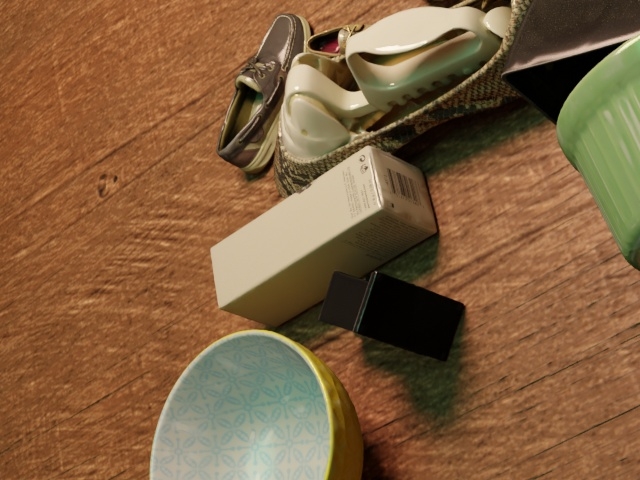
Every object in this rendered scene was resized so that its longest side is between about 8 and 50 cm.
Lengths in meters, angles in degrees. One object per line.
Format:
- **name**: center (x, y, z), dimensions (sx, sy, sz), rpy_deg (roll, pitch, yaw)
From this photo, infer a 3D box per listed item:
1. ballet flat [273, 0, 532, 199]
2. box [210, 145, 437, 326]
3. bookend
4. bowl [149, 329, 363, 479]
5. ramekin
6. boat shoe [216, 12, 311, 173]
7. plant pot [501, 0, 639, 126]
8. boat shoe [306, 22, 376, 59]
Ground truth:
- **ballet flat**: center (0.075, -0.188, 1.761), dimensions (0.482, 0.182, 0.164), rpy_deg (-23, 61, 37)
- **box**: center (0.000, 0.000, 1.816), dimensions (0.275, 0.113, 0.094), rpy_deg (-31, 55, 31)
- **bookend**: center (0.051, 0.072, 1.707), dimensions (0.157, 0.156, 0.072), rpy_deg (15, 86, 46)
- **bowl**: center (-0.045, 0.259, 1.729), dimensions (0.289, 0.156, 0.290), rpy_deg (-18, 63, 39)
- **ramekin**: center (0.381, -0.087, 1.357), dimensions (0.303, 0.303, 0.148), rpy_deg (-33, 62, 31)
- **boat shoe**: center (-0.078, -0.202, 1.989), dimensions (0.080, 0.073, 0.224), rpy_deg (17, 87, 45)
- **plant pot**: center (0.322, -0.215, 1.548), dimensions (0.188, 0.187, 0.167), rpy_deg (-13, 56, 40)
- **boat shoe**: center (0.038, -0.253, 1.917), dimensions (0.135, 0.045, 0.050), rpy_deg (-11, 68, 41)
